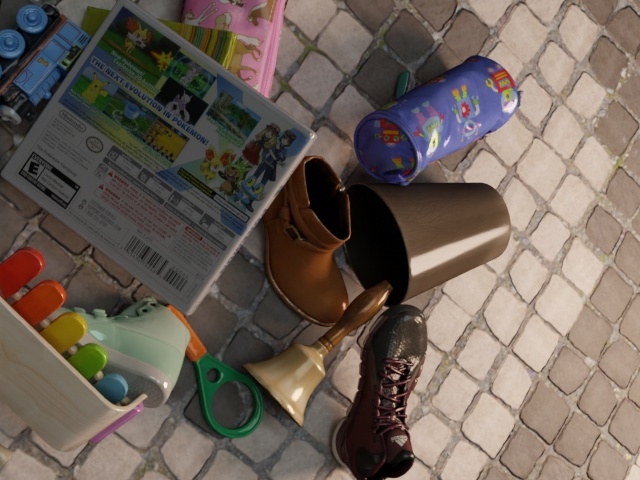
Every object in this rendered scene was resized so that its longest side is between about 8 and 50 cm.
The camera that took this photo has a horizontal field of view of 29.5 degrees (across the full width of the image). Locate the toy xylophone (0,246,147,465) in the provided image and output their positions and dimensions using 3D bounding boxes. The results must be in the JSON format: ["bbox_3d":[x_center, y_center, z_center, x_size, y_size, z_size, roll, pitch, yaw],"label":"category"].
[{"bbox_3d":[-0.400,0.162,1.597,0.322,0.236,0.081,55,22,-18],"label":"toy xylophone"}]

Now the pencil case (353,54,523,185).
[{"bbox_3d":[0.187,-0.187,1.902,0.306,0.119,0.133,-32,107,-40],"label":"pencil case"}]

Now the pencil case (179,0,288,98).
[{"bbox_3d":[-0.132,-0.262,1.753,0.167,0.160,0.386,12,79,-11],"label":"pencil case"}]

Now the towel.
[{"bbox_3d":[-0.236,-0.262,1.691,0.237,0.021,0.102,14,80,20],"label":"towel"}]

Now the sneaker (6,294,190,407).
[{"bbox_3d":[-0.306,0.122,1.698,0.256,0.094,0.151,27,38,-3],"label":"sneaker"}]

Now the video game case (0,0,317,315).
[{"bbox_3d":[-0.220,-0.114,1.635,0.329,0.036,0.300,36,95,8],"label":"video game case"}]

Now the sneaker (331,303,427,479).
[{"bbox_3d":[0.114,0.247,1.794,0.106,0.162,0.281,10,109,-23],"label":"sneaker"}]

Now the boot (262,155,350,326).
[{"bbox_3d":[0.000,0.000,1.771,0.109,0.220,0.283,-27,99,-26],"label":"boot"}]

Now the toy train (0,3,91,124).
[{"bbox_3d":[-0.399,-0.238,1.655,0.105,0.080,0.184,38,70,-5],"label":"toy train"}]

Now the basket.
[{"bbox_3d":[0.171,-0.014,1.902,0.227,0.154,0.204,-12,65,-33],"label":"basket"}]

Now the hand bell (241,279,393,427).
[{"bbox_3d":[0.015,0.146,1.790,0.242,0.126,0.126,-43,106,-8],"label":"hand bell"}]

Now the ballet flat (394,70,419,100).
[{"bbox_3d":[0.134,-0.216,1.958,0.041,0.041,0.114,25,77,-23],"label":"ballet flat"}]

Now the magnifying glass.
[{"bbox_3d":[-0.165,0.190,1.787,0.092,0.026,0.231,-38,105,-24],"label":"magnifying glass"}]
